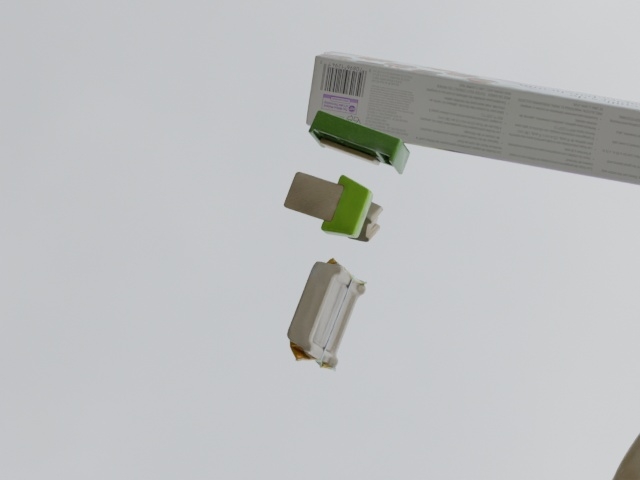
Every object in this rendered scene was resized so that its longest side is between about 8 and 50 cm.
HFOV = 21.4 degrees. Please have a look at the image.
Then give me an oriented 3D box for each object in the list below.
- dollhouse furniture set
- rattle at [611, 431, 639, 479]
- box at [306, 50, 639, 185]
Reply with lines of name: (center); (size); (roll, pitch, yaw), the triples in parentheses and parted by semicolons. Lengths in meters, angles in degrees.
dollhouse furniture set: (0.000, 0.000, 1.047); (0.059, 0.076, 0.151); (19, -96, 17)
rattle: (0.276, 0.136, 1.044); (0.200, 0.130, 0.143); (-43, -146, -11)
box: (0.151, -0.103, 1.434); (0.324, 0.063, 0.067); (10, -78, 11)
